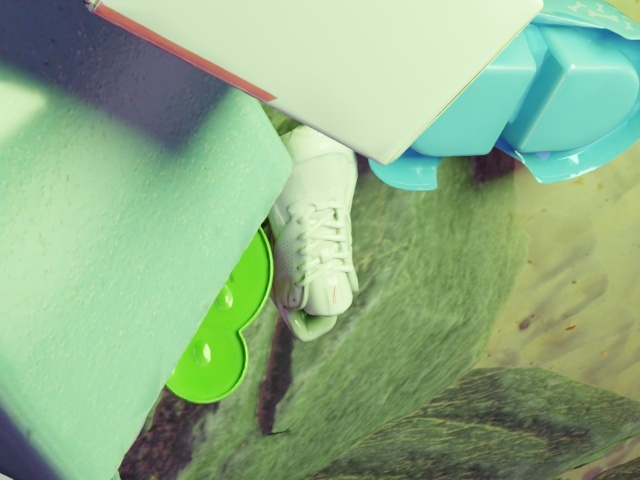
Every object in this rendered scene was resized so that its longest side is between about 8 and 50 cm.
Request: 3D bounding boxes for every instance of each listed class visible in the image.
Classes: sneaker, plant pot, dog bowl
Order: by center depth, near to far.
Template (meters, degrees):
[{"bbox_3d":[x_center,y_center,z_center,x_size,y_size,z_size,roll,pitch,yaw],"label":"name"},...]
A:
[{"bbox_3d":[-0.198,-0.054,0.624,0.247,0.247,0.252,-61,154,-24],"label":"plant pot"},{"bbox_3d":[0.000,0.000,0.979,0.090,0.115,0.232,-16,147,-13],"label":"sneaker"},{"bbox_3d":[0.158,-0.128,0.997,0.297,0.074,0.166,-4,140,-28],"label":"dog bowl"}]

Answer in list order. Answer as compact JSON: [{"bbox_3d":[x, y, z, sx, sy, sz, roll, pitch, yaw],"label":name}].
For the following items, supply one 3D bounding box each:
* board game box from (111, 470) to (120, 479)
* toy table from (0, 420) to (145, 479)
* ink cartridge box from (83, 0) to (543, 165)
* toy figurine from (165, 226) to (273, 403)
[{"bbox_3d":[-0.311,0.285,1.243,0.194,0.060,0.194,-39,145,16],"label":"board game box"},{"bbox_3d":[-0.266,0.120,0.966,0.274,0.161,0.252,-37,144,14],"label":"toy table"},{"bbox_3d":[-0.050,-0.195,0.585,0.117,0.283,0.207,-45,142,20],"label":"ink cartridge box"},{"bbox_3d":[-0.109,0.061,1.005,0.130,0.173,0.159,-7,166,-11],"label":"toy figurine"}]
